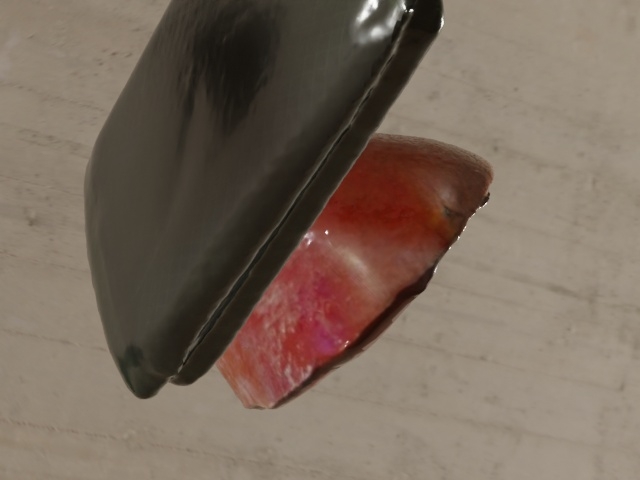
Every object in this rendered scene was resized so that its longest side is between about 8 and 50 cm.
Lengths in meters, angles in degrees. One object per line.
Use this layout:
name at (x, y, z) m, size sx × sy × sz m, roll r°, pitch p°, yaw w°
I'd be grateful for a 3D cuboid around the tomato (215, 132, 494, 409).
tomato at (-0.005, -0.003, 1.086) m, size 0.170 × 0.309 × 0.309 m, roll 41°, pitch -103°, yaw -4°

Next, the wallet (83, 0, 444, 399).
wallet at (-0.036, -0.061, 0.542) m, size 0.052 × 0.168 × 0.245 m, roll 10°, pitch -47°, yaw -32°
